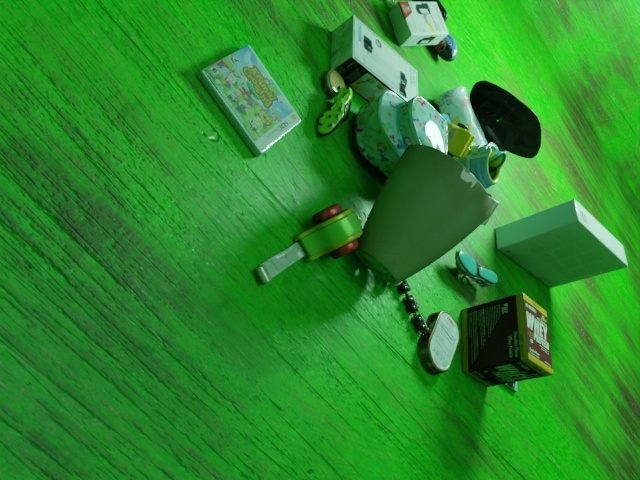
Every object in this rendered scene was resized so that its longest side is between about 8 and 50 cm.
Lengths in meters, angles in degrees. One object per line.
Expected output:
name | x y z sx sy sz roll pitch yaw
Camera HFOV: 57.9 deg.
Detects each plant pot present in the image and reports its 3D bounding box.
plant pot | 0.215 -0.040 1.366 0.274 0.256 0.256 -48 112 -11

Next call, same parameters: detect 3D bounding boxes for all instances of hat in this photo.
hat | 0.602 -0.388 2.017 0.134 0.331 0.331 -38 103 -12

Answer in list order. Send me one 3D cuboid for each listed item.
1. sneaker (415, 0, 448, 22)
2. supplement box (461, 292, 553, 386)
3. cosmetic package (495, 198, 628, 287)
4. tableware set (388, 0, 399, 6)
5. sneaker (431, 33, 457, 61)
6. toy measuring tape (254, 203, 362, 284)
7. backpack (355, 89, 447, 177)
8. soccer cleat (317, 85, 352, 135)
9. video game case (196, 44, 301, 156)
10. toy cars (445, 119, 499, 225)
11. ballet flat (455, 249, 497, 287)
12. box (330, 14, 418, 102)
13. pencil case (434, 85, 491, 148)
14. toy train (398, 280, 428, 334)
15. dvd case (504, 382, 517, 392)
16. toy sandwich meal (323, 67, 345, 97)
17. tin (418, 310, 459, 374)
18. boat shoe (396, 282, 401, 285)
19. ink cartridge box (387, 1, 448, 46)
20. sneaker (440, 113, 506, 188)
sneaker | 0.393 -0.896 2.152 0.235 0.084 0.097 59 16 -9
supplement box | 0.501 0.273 1.569 0.129 0.194 0.191 33 49 -32
cosmetic package | 0.825 0.024 1.981 0.377 0.284 0.098 30 50 -35
tableware set | 0.263 -0.820 1.996 0.154 0.024 0.104 10 61 -44
sneaker | 0.404 -0.730 2.071 0.221 0.083 0.087 52 50 -4
toy measuring tape | 0.000 0.000 1.222 0.330 0.121 0.121 -32 95 -50
backpack | 0.218 -0.275 1.554 0.253 0.191 0.225 30 52 -28
soccer cleat | 0.044 -0.319 1.476 0.072 0.060 0.179 71 36 -48
video game case | -0.150 -0.314 1.284 0.212 0.023 0.193 54 41 -13
toy cars | 0.381 -0.220 1.691 0.087 0.176 0.394 3 68 -65
ballet flat | 0.440 0.091 1.699 0.188 0.070 0.070 33 49 -28
box | 0.160 -0.485 1.661 0.290 0.087 0.169 28 52 -36
pencil case | 0.481 -0.378 1.940 0.124 0.113 0.273 -19 86 -60
toy train | 0.232 0.163 1.463 0.036 0.027 0.158 -20 86 -61
dvd case | 0.555 0.379 1.718 0.087 0.013 0.120 35 47 -31
toy sandwich meal | 0.034 -0.416 1.536 0.085 0.029 0.086 18 67 -50
tin | 0.308 0.261 1.489 0.106 0.040 0.190 55 40 -18
boat shoe | 0.199 0.059 1.450 0.050 0.045 0.135 23 39 5
ink cartridge box | 0.328 -0.728 1.943 0.175 0.072 0.128 -15 82 -32
sneaker | 0.463 -0.285 1.799 0.127 0.208 0.319 4 67 -46
